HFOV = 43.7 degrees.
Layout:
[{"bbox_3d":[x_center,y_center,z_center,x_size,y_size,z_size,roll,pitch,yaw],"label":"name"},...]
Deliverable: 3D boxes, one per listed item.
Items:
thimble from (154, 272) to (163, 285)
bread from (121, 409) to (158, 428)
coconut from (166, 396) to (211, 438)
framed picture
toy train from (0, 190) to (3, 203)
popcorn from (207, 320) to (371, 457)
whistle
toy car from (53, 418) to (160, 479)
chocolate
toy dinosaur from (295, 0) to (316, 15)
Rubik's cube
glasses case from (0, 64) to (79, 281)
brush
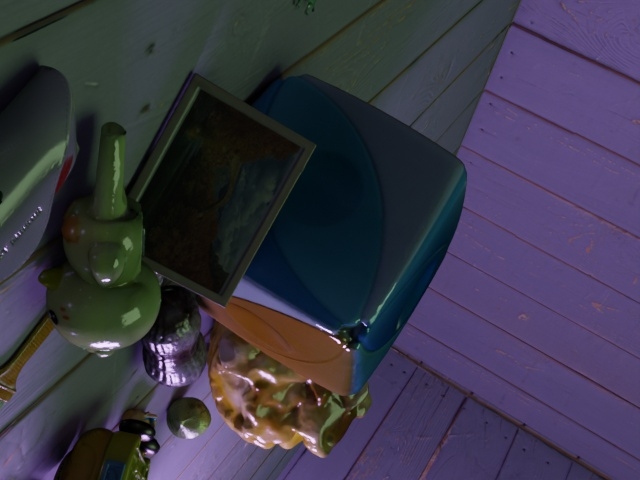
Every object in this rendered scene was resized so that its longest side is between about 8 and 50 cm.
[{"bbox_3d":[-0.262,0.060,1.061,0.110,0.062,0.084,-47,159,-43],"label":"thimble"},{"bbox_3d":[-0.327,0.340,1.427,0.106,0.053,0.072,73,25,-74],"label":"bread"},{"bbox_3d":[-0.264,0.356,1.600,0.088,0.087,0.096,-60,173,2],"label":"coconut"},{"bbox_3d":[-0.142,-0.060,1.025,0.250,0.184,0.016,-59,-166,3],"label":"framed picture"},{"bbox_3d":[-0.336,-0.031,0.522,0.269,0.115,0.154,-48,157,-41],"label":"toy train"},{"bbox_3d":[-0.060,0.212,1.576,0.354,0.344,0.390,-22,-142,34],"label":"popcorn"},{"bbox_3d":[-0.261,0.011,0.912,0.141,0.141,0.294,-45,140,-46],"label":"whistle"},{"bbox_3d":[-0.347,0.386,1.254,0.248,0.142,0.200,101,-1,-59],"label":"toy car"},{"bbox_3d":[-0.235,0.160,1.273,0.110,0.110,0.248,-52,164,-28],"label":"chocolate"},{"bbox_3d":[-0.014,-0.363,1.158,0.083,0.021,0.062,65,49,-78],"label":"toy dinosaur"},{"bbox_3d":[0.000,0.000,1.259,0.352,0.347,0.352,-55,165,-18],"label":"Rubik's cube"},{"bbox_3d":[-0.309,-0.009,0.716,0.308,0.083,0.128,-54,164,-20],"label":"glasses case"},{"bbox_3d":[-0.361,0.135,0.979,0.218,0.010,0.082,-57,165,-17],"label":"brush"}]
